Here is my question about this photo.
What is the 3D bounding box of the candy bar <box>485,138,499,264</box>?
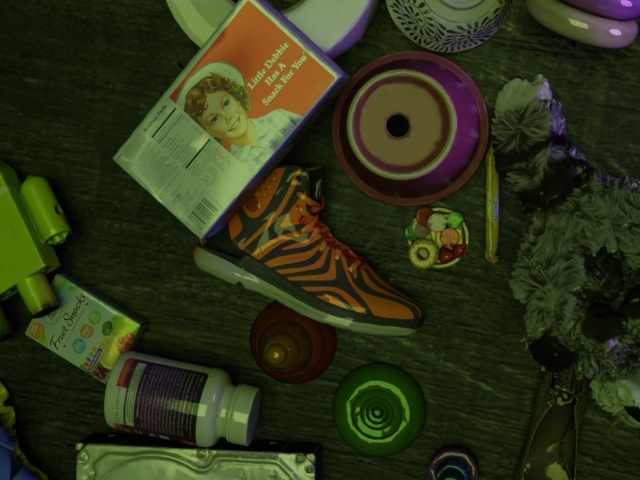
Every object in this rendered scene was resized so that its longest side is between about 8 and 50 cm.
[{"bbox_3d":[0.221,-0.050,1.305,0.018,0.040,0.161,0,94,10],"label":"candy bar"}]

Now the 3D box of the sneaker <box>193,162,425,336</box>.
[{"bbox_3d":[0.000,0.000,1.303,0.321,0.124,0.180,21,98,8],"label":"sneaker"}]

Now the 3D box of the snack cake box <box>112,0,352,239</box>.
[{"bbox_3d":[-0.107,-0.150,1.233,0.152,0.089,0.264,43,103,4],"label":"snack cake box"}]

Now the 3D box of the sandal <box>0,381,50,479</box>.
[{"bbox_3d":[-0.447,0.341,1.398,0.126,0.138,0.317,-34,90,8],"label":"sandal"}]

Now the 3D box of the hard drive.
[{"bbox_3d":[-0.167,0.392,1.390,0.339,0.064,0.236,1,94,9],"label":"hard drive"}]

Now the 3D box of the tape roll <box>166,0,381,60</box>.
[{"bbox_3d":[-0.060,-0.356,1.301,0.286,0.100,0.286,1,94,10],"label":"tape roll"}]

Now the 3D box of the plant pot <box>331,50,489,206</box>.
[{"bbox_3d":[0.107,-0.139,1.247,0.201,0.180,0.201,1,94,9],"label":"plant pot"}]

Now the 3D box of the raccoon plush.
[{"bbox_3d":[0.377,0.025,1.253,0.216,0.299,0.446,-16,59,25],"label":"raccoon plush"}]

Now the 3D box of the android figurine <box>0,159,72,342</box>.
[{"bbox_3d":[-0.467,0.000,1.403,0.248,0.056,0.272,-32,79,15],"label":"android figurine"}]

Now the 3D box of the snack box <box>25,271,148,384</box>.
[{"bbox_3d":[-0.326,0.122,1.410,0.141,0.037,0.100,31,97,7],"label":"snack box"}]

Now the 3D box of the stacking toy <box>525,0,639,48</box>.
[{"bbox_3d":[0.354,-0.395,1.153,0.141,0.141,0.330,21,120,8],"label":"stacking toy"}]

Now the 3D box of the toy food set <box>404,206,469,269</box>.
[{"bbox_3d":[0.153,-0.004,1.329,0.083,0.020,0.082,-5,93,10],"label":"toy food set"}]

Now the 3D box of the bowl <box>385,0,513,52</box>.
[{"bbox_3d":[0.168,-0.321,1.256,0.170,0.080,0.170,0,96,-4],"label":"bowl"}]

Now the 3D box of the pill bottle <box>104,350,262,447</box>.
[{"bbox_3d":[-0.181,0.217,1.356,0.194,0.108,0.108,10,96,9],"label":"pill bottle"}]

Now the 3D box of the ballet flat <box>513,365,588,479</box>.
[{"bbox_3d":[0.300,0.275,1.304,0.084,0.058,0.249,11,96,9],"label":"ballet flat"}]

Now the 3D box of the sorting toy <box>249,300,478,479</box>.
[{"bbox_3d":[0.050,0.216,1.310,0.366,0.126,0.127,38,99,6],"label":"sorting toy"}]
